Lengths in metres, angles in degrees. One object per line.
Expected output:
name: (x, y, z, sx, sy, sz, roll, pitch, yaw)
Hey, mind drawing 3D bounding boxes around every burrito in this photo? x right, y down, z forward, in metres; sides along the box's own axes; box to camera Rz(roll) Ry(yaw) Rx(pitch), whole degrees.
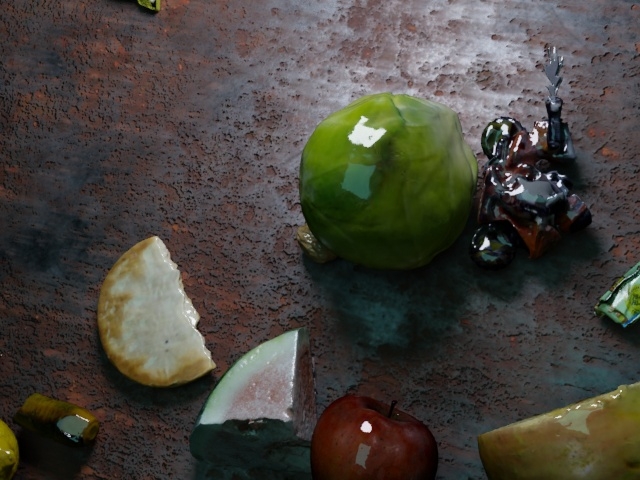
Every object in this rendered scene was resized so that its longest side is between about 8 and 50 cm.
burrito: (0.602, 0.056, 1.451, 0.288, 0.054, 0.104, -42, 71, 2)

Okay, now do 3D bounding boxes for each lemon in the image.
lemon: (-0.688, 0.417, 1.637, 0.244, 0.187, 0.186, 0, 77, 21)

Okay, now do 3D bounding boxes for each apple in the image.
apple: (0.088, 0.374, 1.427, 0.234, 0.234, 0.233, -4, 76, 14)
apple: (0.423, 0.348, 1.365, 0.309, 0.314, 0.252, -23, 29, 3)

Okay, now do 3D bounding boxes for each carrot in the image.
carrot: (-0.516, 0.350, 1.663, 0.173, 0.082, 0.082, 16, 81, 17)

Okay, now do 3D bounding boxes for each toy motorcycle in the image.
toy motorcycle: (0.383, -0.138, 1.516, 0.207, 0.134, 0.400, 5, 79, 16)

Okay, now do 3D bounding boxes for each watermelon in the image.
watermelon: (-0.104, 0.308, 1.548, 0.310, 0.193, 0.232, -36, 51, -9)

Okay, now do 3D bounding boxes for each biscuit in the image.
biscuit: (-0.340, 0.162, 1.683, 0.205, 0.040, 0.308, -29, 71, 6)

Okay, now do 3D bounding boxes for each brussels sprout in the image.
brussels sprout: (0.112, -0.107, 1.520, 0.344, 0.268, 0.343, 10, 69, -28)

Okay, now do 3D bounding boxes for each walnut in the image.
walnut: (0.000, 0.000, 1.611, 0.079, 0.082, 0.096, -34, 62, -23)

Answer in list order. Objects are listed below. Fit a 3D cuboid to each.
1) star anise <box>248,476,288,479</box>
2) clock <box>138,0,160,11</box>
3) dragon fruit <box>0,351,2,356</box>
star anise: (-0.093, 0.508, 1.524, 0.168, 0.057, 0.167, -4, 75, 14)
clock: (-0.401, -0.671, 1.886, 0.277, 0.071, 0.293, 31, 97, 11)
dragon fruit: (-0.776, 0.320, 1.715, 0.274, 0.126, 0.161, -24, 71, 9)
